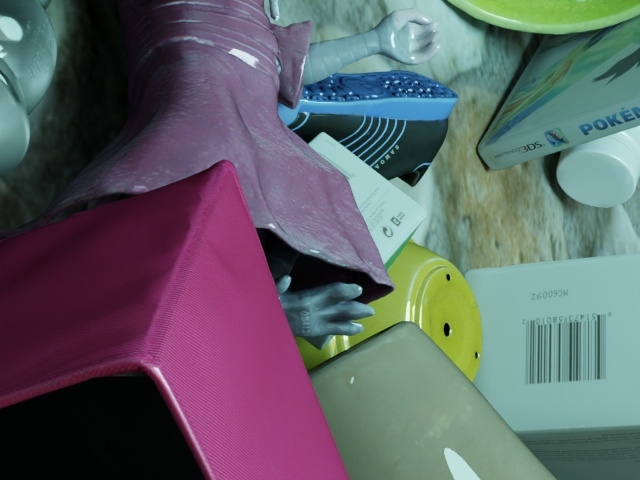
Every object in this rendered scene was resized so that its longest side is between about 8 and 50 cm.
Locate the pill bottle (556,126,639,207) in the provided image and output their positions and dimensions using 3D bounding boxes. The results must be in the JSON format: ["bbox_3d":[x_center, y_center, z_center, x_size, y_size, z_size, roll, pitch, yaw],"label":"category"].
[{"bbox_3d":[0.304,-0.124,1.571,0.108,0.108,0.180,55,43,-34],"label":"pill bottle"}]

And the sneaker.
[{"bbox_3d":[0.009,-0.081,1.157,0.232,0.081,0.090,-1,119,-40],"label":"sneaker"}]

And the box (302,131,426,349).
[{"bbox_3d":[0.000,0.000,1.083,0.102,0.087,0.101,38,42,5],"label":"box"}]

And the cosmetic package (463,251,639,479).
[{"bbox_3d":[0.280,0.146,1.369,0.365,0.197,0.155,36,52,-56],"label":"cosmetic package"}]

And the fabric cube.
[{"bbox_3d":[-0.124,0.146,0.683,0.258,0.259,0.254,-80,150,-71],"label":"fabric cube"}]

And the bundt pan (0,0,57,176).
[{"bbox_3d":[-0.254,-0.140,0.749,0.331,0.124,0.331,17,69,-52],"label":"bundt pan"}]

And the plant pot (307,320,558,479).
[{"bbox_3d":[0.052,0.188,1.051,0.263,0.263,0.229,-25,84,-55],"label":"plant pot"}]

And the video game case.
[{"bbox_3d":[0.324,-0.213,1.419,0.036,0.300,0.329,49,51,-21],"label":"video game case"}]

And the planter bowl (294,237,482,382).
[{"bbox_3d":[0.067,0.074,1.198,0.217,0.090,0.217,18,68,-53],"label":"planter bowl"}]

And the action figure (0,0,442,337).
[{"bbox_3d":[-0.075,-0.094,0.983,0.248,0.276,0.370,44,29,-48],"label":"action figure"}]

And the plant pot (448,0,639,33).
[{"bbox_3d":[0.216,-0.377,1.396,0.276,0.276,0.254,45,37,-42],"label":"plant pot"}]
